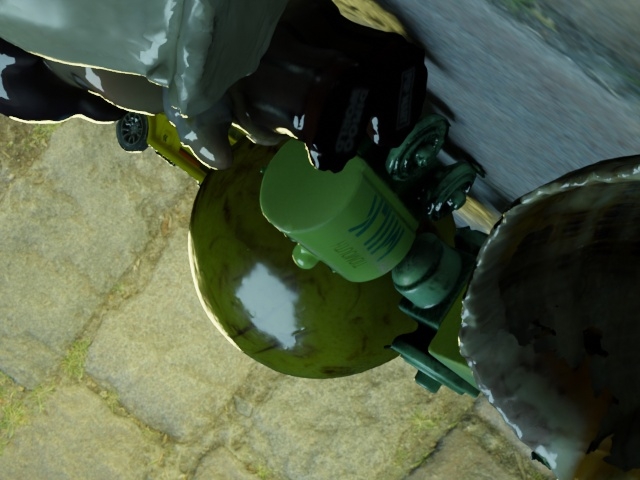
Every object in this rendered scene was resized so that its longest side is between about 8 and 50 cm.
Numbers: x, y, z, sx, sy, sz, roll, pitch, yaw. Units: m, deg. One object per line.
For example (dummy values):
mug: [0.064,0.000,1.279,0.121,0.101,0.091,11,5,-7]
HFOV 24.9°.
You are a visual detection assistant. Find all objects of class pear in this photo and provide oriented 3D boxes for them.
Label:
pear: [0.000,0.000,1.427,0.283,0.283,0.283,39,178,1]

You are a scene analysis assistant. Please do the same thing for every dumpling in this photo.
dumpling: [-0.099,-0.184,0.587,0.243,0.175,0.227,24,143,23]

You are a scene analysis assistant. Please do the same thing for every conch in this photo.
conch: [0.184,0.055,0.615,0.210,0.159,0.291,48,144,28]

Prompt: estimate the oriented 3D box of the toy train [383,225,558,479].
toy train: [0.238,0.129,1.276,0.397,0.160,0.253,37,171,-29]

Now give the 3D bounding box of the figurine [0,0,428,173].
figurine: [-0.103,-0.133,1.016,0.365,0.218,0.206,36,141,23]

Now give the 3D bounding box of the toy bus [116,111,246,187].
toy bus: [-0.103,-0.125,1.762,0.144,0.152,0.330,0,-152,-47]

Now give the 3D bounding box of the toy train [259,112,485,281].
toy train: [0.032,-0.041,1.142,0.105,0.157,0.253,42,-179,18]
